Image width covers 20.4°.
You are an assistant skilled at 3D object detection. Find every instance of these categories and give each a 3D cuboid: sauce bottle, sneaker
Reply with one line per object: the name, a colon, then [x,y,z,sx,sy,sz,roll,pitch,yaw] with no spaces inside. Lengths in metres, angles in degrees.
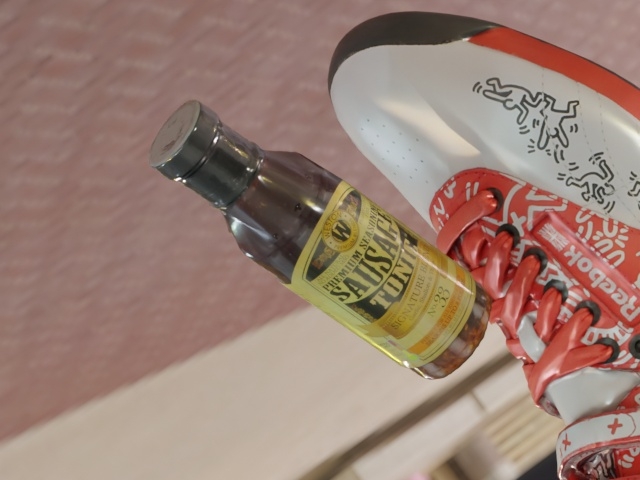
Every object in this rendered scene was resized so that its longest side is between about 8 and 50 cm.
sauce bottle: [0.000,0.000,0.586,0.042,0.128,0.042,-41,-150,30]
sneaker: [0.101,0.032,0.646,0.145,0.270,0.090,-60,-178,-32]
